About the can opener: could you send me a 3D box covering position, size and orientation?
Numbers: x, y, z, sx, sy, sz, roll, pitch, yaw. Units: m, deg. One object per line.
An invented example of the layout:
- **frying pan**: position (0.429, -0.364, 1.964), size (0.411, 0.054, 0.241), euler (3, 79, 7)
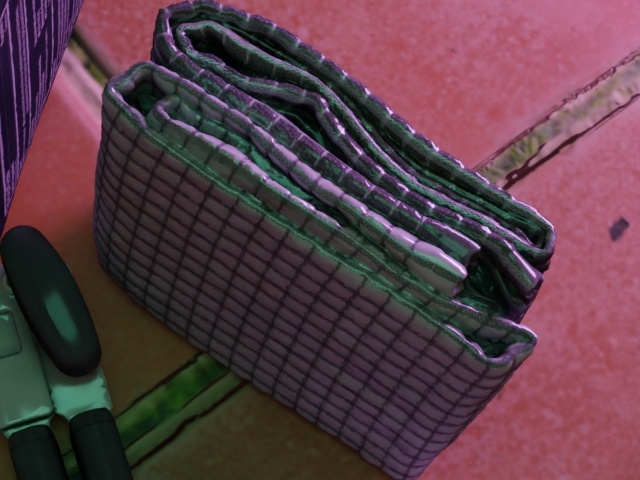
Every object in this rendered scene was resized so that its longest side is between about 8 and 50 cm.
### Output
- **can opener**: position (-0.156, 0.126, 1.116), size (0.076, 0.095, 0.283), euler (-16, 66, -12)

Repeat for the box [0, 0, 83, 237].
- **box**: position (-0.241, -0.193, 1.117), size (0.183, 0.296, 0.294), euler (16, 68, -2)

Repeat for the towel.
- **towel**: position (0.000, 0.000, 1.112), size (0.284, 0.235, 0.121), euler (33, 63, 5)
